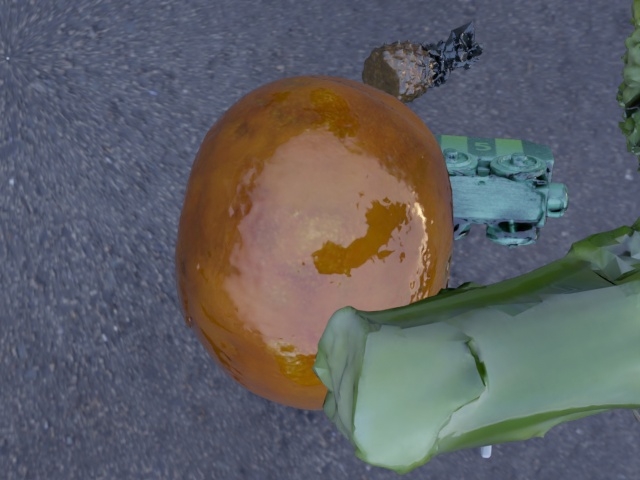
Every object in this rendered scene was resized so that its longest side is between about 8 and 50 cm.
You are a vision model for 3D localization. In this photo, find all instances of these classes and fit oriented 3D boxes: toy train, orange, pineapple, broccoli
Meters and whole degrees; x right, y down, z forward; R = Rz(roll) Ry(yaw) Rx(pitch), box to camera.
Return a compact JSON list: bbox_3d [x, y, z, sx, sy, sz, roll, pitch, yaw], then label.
[{"bbox_3d":[0.276,-0.098,1.758,0.299,0.238,0.167,5,114,4],"label":"toy train"},{"bbox_3d":[0.000,0.000,0.859,0.226,0.284,0.284,8,99,13],"label":"orange"},{"bbox_3d":[0.187,-0.308,1.734,0.237,0.119,0.111,-26,119,-33],"label":"pineapple"},{"bbox_3d":[0.207,-0.005,0.594,0.396,0.353,0.275,-6,114,20],"label":"broccoli"}]

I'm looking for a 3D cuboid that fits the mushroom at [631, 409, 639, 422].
[{"bbox_3d":[0.476,0.178,1.157,0.209,0.206,0.206,-37,108,-18],"label":"mushroom"}]

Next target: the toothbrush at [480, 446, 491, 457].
[{"bbox_3d":[0.290,0.243,1.725,0.018,0.024,0.257,1,69,14],"label":"toothbrush"}]
